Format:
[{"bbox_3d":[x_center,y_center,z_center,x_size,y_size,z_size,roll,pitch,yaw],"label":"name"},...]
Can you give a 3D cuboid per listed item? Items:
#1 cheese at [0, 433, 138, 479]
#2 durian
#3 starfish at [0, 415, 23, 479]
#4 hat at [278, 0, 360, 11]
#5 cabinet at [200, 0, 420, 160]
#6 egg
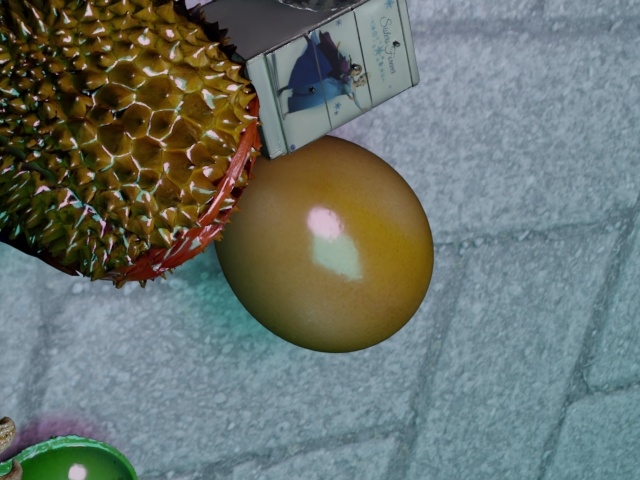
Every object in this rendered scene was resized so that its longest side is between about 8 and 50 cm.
[{"bbox_3d":[-0.366,0.323,2.078,0.320,0.083,0.204,11,115,-26],"label":"cheese"},{"bbox_3d":[-0.232,-0.116,1.698,0.384,0.347,0.348,10,114,-53],"label":"durian"},{"bbox_3d":[-0.470,0.278,1.956,0.238,0.071,0.216,0,94,-15],"label":"starfish"},{"bbox_3d":[-0.020,-0.389,1.805,0.265,0.128,0.266,-12,123,-20],"label":"hat"},{"bbox_3d":[-0.016,-0.221,1.915,0.206,0.150,0.145,-30,135,-17],"label":"cabinet"},{"bbox_3d":[0.000,0.000,2.014,0.250,0.250,0.322,-48,134,0],"label":"egg"}]
